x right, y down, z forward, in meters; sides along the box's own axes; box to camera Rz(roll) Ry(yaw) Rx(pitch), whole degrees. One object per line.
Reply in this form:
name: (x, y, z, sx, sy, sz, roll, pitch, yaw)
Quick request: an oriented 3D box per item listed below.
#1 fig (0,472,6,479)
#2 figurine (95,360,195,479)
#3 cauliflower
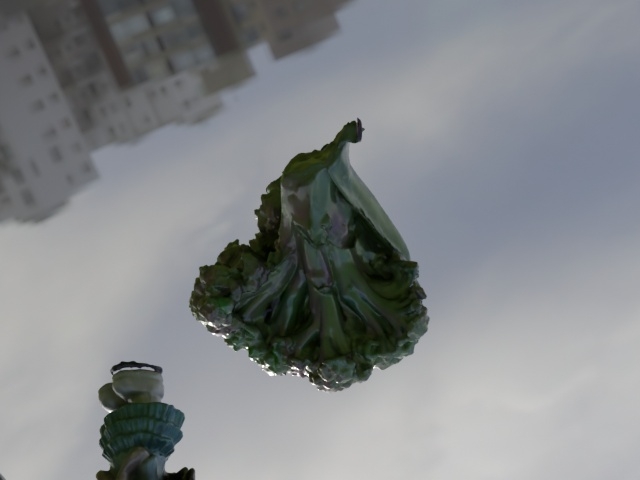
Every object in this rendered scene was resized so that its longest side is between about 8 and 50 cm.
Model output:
fig: (-0.432, 0.309, 1.785, 0.225, 0.203, 0.203, 17, -175, -15)
figurine: (-0.182, 0.254, 1.768, 0.110, 0.245, 0.138, 8, 148, -30)
cauliflower: (0.000, 0.000, 1.705, 0.239, 0.315, 0.256, 6, -140, 9)
